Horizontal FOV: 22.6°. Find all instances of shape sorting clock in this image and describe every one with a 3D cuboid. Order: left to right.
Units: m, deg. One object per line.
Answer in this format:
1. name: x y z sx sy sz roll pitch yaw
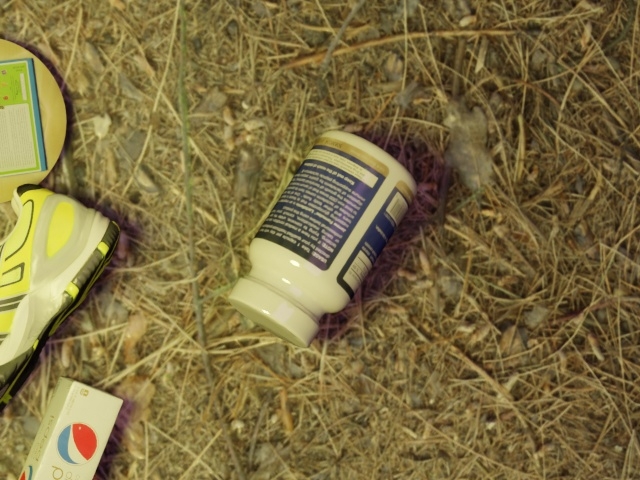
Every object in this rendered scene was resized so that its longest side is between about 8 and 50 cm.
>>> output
1. shape sorting clock: -0.415 -0.147 1.972 0.206 0.040 0.206 -3 97 -25

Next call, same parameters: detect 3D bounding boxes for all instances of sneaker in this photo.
1. sneaker: -0.407 0.103 1.950 0.147 0.145 0.385 36 74 1

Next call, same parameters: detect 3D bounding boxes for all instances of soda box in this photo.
1. soda box: -0.326 0.284 2.008 0.074 0.069 0.216 24 82 -23

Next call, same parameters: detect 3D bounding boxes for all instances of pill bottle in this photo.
1. pill bottle: 0.000 0.000 2.100 0.153 0.153 0.265 38 76 -20

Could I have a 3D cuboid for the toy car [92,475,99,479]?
1. toy car: -0.250 0.324 2.057 0.122 0.040 0.060 -15 97 -23
